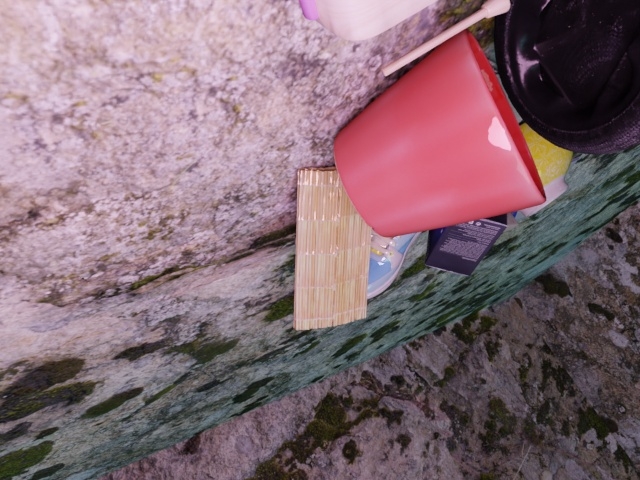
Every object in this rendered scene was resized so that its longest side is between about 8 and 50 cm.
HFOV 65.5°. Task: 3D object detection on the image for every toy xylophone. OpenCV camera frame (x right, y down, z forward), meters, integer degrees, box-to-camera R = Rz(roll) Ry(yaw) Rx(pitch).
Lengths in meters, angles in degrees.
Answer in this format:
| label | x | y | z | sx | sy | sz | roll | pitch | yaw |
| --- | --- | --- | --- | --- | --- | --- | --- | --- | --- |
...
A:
| label | x | y | z | sx | sy | sz | roll | pitch | yaw |
| --- | --- | --- | --- | --- | --- | --- | --- | --- | --- |
| toy xylophone | 0.123 | -0.318 | 0.547 | 0.323 | 0.081 | 0.236 | -27 | 157 | -7 |

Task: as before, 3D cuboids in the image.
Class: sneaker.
| label | x | y | z | sx | sy | sz | roll | pitch | yaw |
| --- | --- | --- | --- | --- | --- | --- | --- | --- | --- |
| sneaker | 0.138 | -0.041 | 1.009 | 0.319 | 0.127 | 0.208 | -54 | 160 | -21 |

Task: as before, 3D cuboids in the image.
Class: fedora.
| label | x | y | z | sx | sy | sz | roll | pitch | yaw |
| --- | --- | --- | --- | --- | --- | --- | --- | --- | --- |
| fedora | 0.383 | -0.279 | 0.649 | 0.153 | 0.333 | 0.334 | -25 | 156 | -12 |

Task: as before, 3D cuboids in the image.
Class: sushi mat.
| label | x | y | z | sx | sy | sz | roll | pitch | yaw |
| --- | --- | --- | --- | --- | --- | --- | --- | --- | --- |
| sushi mat | 0.025 | 0.017 | 0.929 | 0.152 | 0.019 | 0.316 | -5 | 110 | -22 |

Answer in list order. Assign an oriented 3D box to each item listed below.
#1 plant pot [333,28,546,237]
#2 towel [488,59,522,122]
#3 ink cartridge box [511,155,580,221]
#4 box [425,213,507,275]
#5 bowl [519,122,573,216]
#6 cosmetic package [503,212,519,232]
| label | x | y | z | sx | sy | sz | roll | pitch | yaw |
| --- | --- | --- | --- | --- | --- | --- | --- | --- | --- |
| plant pot | 0.172 | -0.135 | 0.764 | 0.243 | 0.274 | 0.275 | -25 | 161 | 27 |
| towel | 0.296 | -0.238 | 0.958 | 0.187 | 0.049 | 0.282 | -41 | 155 | 28 |
| ink cartridge box | 0.582 | -0.127 | 1.491 | 0.304 | 0.072 | 0.307 | -27 | 154 | -2 |
| box | 0.313 | -0.043 | 1.081 | 0.108 | 0.153 | 0.207 | 14 | 144 | 1 |
| bowl | 0.482 | -0.149 | 1.164 | 0.290 | 0.156 | 0.289 | -31 | 163 | -10 |
| cosmetic package | 0.499 | -0.054 | 1.399 | 0.115 | 0.060 | 0.041 | -4 | 148 | -39 |
